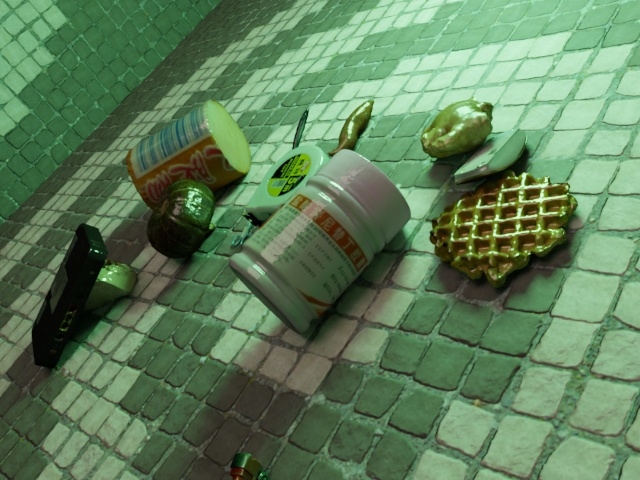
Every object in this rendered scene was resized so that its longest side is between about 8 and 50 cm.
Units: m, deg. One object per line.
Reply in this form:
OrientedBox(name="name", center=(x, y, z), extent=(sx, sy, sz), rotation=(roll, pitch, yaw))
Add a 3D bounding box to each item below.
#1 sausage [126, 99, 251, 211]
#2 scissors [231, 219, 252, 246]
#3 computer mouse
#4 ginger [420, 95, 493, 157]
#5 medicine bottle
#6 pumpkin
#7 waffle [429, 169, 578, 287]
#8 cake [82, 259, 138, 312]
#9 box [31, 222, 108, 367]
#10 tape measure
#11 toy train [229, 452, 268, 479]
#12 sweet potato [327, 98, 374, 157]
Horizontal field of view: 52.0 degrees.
OrientedBox(name="sausage", center=(-0.368, -0.230, 1.857), extent=(0.287, 0.233, 0.233), rotation=(-28, 35, 15))
OrientedBox(name="scissors", center=(-0.181, -0.033, 1.636), extent=(0.058, 0.014, 0.119), rotation=(-4, 49, 39))
OrientedBox(name="computer mouse", center=(0.327, -0.155, 1.252), extent=(0.102, 0.045, 0.199), rotation=(-18, 17, 44))
OrientedBox(name="ginger", center=(0.279, -0.226, 1.346), extent=(0.157, 0.102, 0.216), rotation=(-40, 11, 6))
OrientedBox(name="medicine bottle", center=(0.000, 0.000, 1.255), extent=(0.316, 0.202, 0.202), rotation=(-47, 34, -12))
OrientedBox(name="pumpkin", center=(-0.350, -0.053, 1.706), extent=(0.219, 0.162, 0.219), rotation=(-42, 36, 41))
OrientedBox(name="waffle", center=(0.314, -0.028, 1.137), extent=(0.237, 0.059, 0.243), rotation=(-39, 35, -8))
OrientedBox(name="cake", center=(-0.612, 0.120, 1.764), extent=(0.220, 0.117, 0.086), rotation=(-16, 48, 25))
OrientedBox(name="box", center=(-0.660, 0.141, 1.713), extent=(0.350, 0.058, 0.211), rotation=(-62, 31, 8))
OrientedBox(name="tape measure", center=(-0.030, -0.181, 1.582), extent=(0.215, 0.098, 0.352), rotation=(2, 57, 46))
OrientedBox(name="toy train", center=(-0.121, 0.390, 1.023), extent=(0.044, 0.064, 0.103), rotation=(-10, 42, 34))
OrientedBox(name="sweet potato", center=(0.082, -0.281, 1.656), extent=(0.055, 0.058, 0.202), rotation=(25, 65, 8))
